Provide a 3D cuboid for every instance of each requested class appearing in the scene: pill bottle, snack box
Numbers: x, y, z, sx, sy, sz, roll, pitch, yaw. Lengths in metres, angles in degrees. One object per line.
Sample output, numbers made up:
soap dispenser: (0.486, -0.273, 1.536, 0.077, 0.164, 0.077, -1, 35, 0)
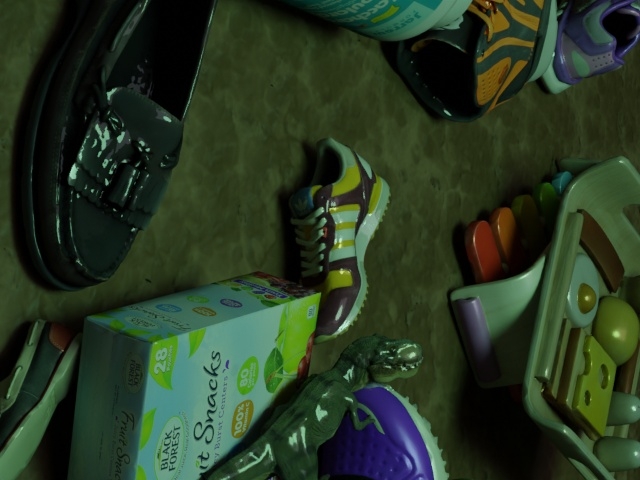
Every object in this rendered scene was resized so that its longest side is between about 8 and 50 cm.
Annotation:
pill bottle: (0.032, -0.255, 1.474, 0.264, 0.146, 0.146, 13, 75, -54)
snack box: (-0.092, 0.127, 1.269, 0.207, 0.070, 0.175, -15, 117, -54)

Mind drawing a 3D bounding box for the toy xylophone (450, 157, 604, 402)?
toy xylophone: (0.252, 0.054, 1.809, 0.322, 0.081, 0.236, -35, 115, -52)

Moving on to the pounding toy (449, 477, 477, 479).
pounding toy: (0.126, 0.341, 1.546, 0.110, 0.183, 0.237, -23, 110, -28)

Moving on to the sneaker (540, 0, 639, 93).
sneaker: (0.319, -0.257, 1.929, 0.095, 0.104, 0.236, 57, 42, -32)

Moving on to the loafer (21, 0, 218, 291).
loafer: (-0.137, -0.110, 1.253, 0.109, 0.095, 0.303, 37, 57, -48)

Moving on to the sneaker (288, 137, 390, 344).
sneaker: (0.000, 0.000, 1.473, 0.084, 0.069, 0.185, 42, 46, -34)

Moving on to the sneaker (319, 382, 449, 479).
sneaker: (0.033, 0.267, 1.445, 0.146, 0.102, 0.293, -5, 90, -55)

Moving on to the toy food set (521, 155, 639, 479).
toy food set: (0.305, 0.102, 1.726, 0.220, 0.092, 0.306, 46, 50, -45)

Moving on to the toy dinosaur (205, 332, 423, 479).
toy dinosaur: (-0.021, 0.170, 1.286, 0.268, 0.064, 0.118, -39, 134, -37)

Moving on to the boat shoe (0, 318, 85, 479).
boat shoe: (-0.205, 0.111, 1.174, 0.049, 0.043, 0.137, 100, 13, -54)

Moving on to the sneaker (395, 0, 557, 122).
sneaker: (0.156, -0.253, 1.622, 0.180, 0.124, 0.321, -42, 138, -45)
